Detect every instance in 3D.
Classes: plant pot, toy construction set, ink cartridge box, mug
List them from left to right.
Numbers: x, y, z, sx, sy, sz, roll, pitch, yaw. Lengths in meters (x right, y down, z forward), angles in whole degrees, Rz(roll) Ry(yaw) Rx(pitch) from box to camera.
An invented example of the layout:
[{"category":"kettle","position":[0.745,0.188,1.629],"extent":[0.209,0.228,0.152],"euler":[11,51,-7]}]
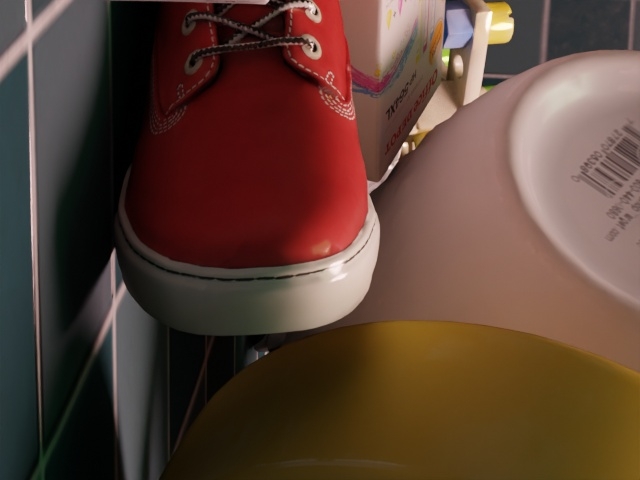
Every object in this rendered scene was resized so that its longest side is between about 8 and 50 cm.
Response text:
[{"category":"ink cartridge box","position":[0.003,-0.102,0.902],"extent":[0.092,0.090,0.143],"euler":[-57,154,-46]},{"category":"toy construction set","position":[0.053,-0.021,1.451],"extent":[0.215,0.151,0.328],"euler":[-160,-101,-68]},{"category":"plant pot","position":[0.027,0.194,0.629],"extent":[0.239,0.254,0.254],"euler":[-61,158,-46]},{"category":"mug","position":[0.080,0.101,0.922],"extent":[0.374,0.276,0.328],"euler":[-27,152,-35]}]

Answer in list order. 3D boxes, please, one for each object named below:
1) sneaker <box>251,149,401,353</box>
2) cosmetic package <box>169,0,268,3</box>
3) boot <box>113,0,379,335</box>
[{"category":"sneaker","position":[0.000,0.000,1.168],"extent":[0.229,0.086,0.132],"euler":[89,7,-56]},{"category":"cosmetic package","position":[-0.039,-0.192,0.577],"extent":[0.099,0.060,0.239],"euler":[-25,117,-85]},{"category":"boot","position":[-0.028,-0.086,0.678],"extent":[0.244,0.088,0.176],"euler":[-99,-172,-64]}]
